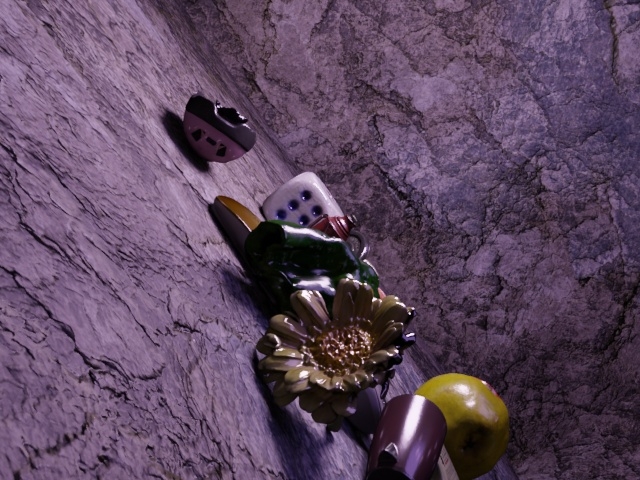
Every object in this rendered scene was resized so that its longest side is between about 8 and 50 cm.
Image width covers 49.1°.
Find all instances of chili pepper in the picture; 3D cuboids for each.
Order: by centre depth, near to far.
[{"bbox_3d":[0.000,0.073,1.531,0.385,0.167,0.213,27,36,-52],"label":"chili pepper"}]

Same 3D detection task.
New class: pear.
[{"bbox_3d":[0.360,0.505,1.940,0.287,0.287,0.375,54,-12,-8],"label":"pear"}]

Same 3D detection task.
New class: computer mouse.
[{"bbox_3d":[0.070,0.296,1.559,0.297,0.121,0.184,50,8,-28],"label":"computer mouse"},{"bbox_3d":[-0.139,0.019,1.618,0.310,0.072,0.158,57,10,5],"label":"computer mouse"}]

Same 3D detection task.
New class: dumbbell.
[{"bbox_3d":[0.048,-0.001,2.385,0.290,0.192,0.192,51,9,-38],"label":"dumbbell"}]

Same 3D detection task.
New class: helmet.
[{"bbox_3d":[-0.268,-0.275,1.786,0.198,0.154,0.253,33,-5,-15],"label":"helmet"}]

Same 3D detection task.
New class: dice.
[{"bbox_3d":[-0.050,-0.083,2.126,0.194,0.193,0.192,58,7,5],"label":"dice"}]

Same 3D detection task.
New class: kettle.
[{"bbox_3d":[0.165,0.452,1.408,0.232,0.144,0.202,-47,132,-61],"label":"kettle"}]

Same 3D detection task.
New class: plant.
[{"bbox_3d":[0.048,0.229,1.239,0.261,0.305,0.297,3,-77,65],"label":"plant"}]

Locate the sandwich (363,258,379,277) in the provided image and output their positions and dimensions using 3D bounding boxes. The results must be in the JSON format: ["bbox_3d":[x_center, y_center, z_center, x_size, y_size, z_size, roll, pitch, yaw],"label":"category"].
[{"bbox_3d":[0.094,0.127,2.222,0.079,0.163,0.113,57,9,16],"label":"sandwich"}]

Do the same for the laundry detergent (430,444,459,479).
[{"bbox_3d":[0.249,0.525,1.613,0.181,0.091,0.253,-4,72,-68],"label":"laundry detergent"}]

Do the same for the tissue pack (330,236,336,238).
[{"bbox_3d":[-0.013,0.077,1.763,0.090,0.170,0.103,52,11,-22],"label":"tissue pack"}]

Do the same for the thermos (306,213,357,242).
[{"bbox_3d":[-0.002,-0.002,1.929,0.099,0.232,0.124,44,13,-53],"label":"thermos"}]

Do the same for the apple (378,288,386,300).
[{"bbox_3d":[0.117,0.203,2.104,0.201,0.162,0.201,42,10,-9],"label":"apple"}]

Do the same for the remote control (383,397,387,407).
[{"bbox_3d":[0.161,0.453,1.739,0.123,0.038,0.285,51,9,-34],"label":"remote control"}]
